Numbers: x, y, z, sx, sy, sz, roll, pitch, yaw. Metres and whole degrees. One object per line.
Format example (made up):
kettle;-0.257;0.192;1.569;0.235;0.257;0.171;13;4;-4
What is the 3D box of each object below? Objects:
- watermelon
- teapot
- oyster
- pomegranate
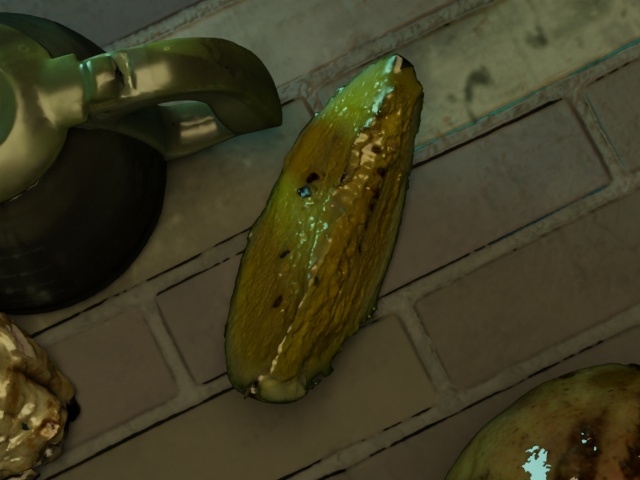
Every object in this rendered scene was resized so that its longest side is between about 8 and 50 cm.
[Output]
watermelon;0.000;0.000;1.551;0.123;0.129;0.301;22;75;4
teapot;-0.210;-0.064;1.520;0.322;0.239;0.239;14;80;4
oyster;-0.292;0.130;1.544;0.191;0.081;0.163;-20;89;-11
pomegranate;0.223;0.249;1.419;0.322;0.322;0.322;-1;78;3
